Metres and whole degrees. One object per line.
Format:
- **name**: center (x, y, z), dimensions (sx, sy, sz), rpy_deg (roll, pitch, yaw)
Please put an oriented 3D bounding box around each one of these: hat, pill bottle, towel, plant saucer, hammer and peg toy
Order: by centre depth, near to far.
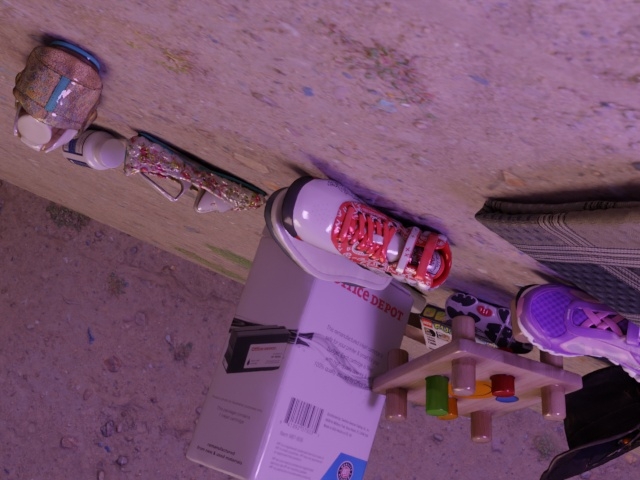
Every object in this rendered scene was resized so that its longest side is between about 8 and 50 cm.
- **towel**: center (0.347, 0.034, 0.813), dimensions (0.312, 0.056, 0.324), rpy_deg (30, 172, -20)
- **hammer and peg toy**: center (0.286, 0.221, 1.381), dimensions (0.266, 0.127, 0.361), rpy_deg (19, 148, -25)
- **pill bottle**: center (-0.386, -0.156, 1.463), dimensions (0.120, 0.067, 0.067), rpy_deg (15, 168, 43)
- **hat**: center (0.503, 0.299, 1.499), dimensions (0.134, 0.331, 0.331), rpy_deg (65, -169, 25)
- **plant saucer**: center (0.271, 0.220, 2.043), dimensions (0.310, 0.050, 0.310), rpy_deg (23, 170, 4)

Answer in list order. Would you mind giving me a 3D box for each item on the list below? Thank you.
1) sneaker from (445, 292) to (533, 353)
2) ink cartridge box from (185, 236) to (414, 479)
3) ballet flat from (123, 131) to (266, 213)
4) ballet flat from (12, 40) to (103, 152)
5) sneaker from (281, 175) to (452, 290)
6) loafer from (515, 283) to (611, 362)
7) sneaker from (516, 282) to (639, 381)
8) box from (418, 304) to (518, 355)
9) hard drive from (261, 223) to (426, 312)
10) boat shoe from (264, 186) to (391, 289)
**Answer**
- **sneaker**: center (0.301, 0.137, 1.501), dimensions (0.170, 0.068, 0.071), rpy_deg (30, -172, 17)
- **ink cartridge box**: center (-0.021, 0.225, 1.470), dimensions (0.166, 0.395, 0.285), rpy_deg (6, 162, 40)
- **ballet flat**: center (-0.206, -0.089, 1.368), dimensions (0.241, 0.077, 0.091), rpy_deg (25, 170, -14)
- **ballet flat**: center (-0.363, -0.175, 1.148), dimensions (0.123, 0.123, 0.348), rpy_deg (26, 171, -17)
- **sneaker**: center (0.074, -0.007, 1.107), dimensions (0.145, 0.090, 0.270), rpy_deg (16, 172, 35)
- **loafer**: center (0.342, 0.118, 1.176), dimensions (0.223, 0.076, 0.078), rpy_deg (24, 164, -29)
- **sneaker**: center (0.363, 0.108, 1.060), dimensions (0.236, 0.095, 0.104), rpy_deg (19, 164, -2)
- **box**: center (0.310, 0.212, 1.788), dimensions (0.207, 0.036, 0.114), rpy_deg (18, 143, 33)
- **hard drive**: center (0.051, 0.054, 1.658), dimensions (0.203, 0.040, 0.307), rpy_deg (16, 169, 39)
- **boat shoe**: center (0.000, 0.000, 1.247), dimensions (0.099, 0.116, 0.319), rpy_deg (13, 171, 35)
